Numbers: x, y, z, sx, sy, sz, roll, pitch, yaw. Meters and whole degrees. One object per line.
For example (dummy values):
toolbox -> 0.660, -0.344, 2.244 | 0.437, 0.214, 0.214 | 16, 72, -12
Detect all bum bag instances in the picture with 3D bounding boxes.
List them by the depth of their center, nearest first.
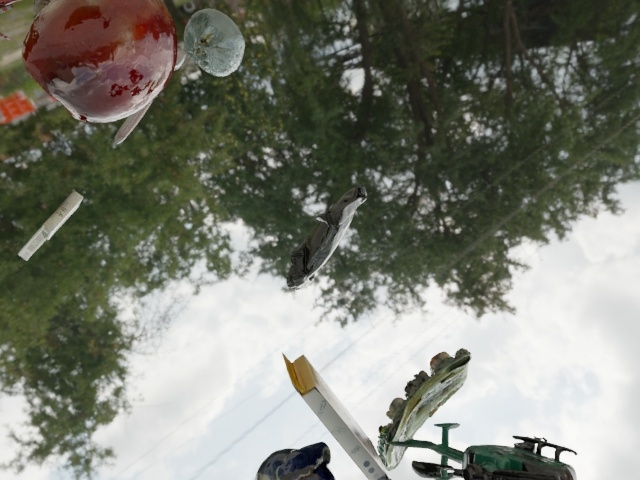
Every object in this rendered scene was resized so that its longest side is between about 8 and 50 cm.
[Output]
bum bag -> 0.000, 0.000, 1.347 | 0.326, 0.079, 0.142 | -58, 174, 32

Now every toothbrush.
toothbrush -> -0.401, -0.342, 1.411 | 0.307, 0.025, 0.029 | -63, -175, -25

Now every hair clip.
hair clip -> 0.217, 0.359, 1.329 | 0.091, 0.138, 0.321 | 31, -126, 32

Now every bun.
bun -> -0.228, -0.406, 1.238 | 0.141, 0.141, 0.083 | -2, -144, 41

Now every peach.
peach -> -0.339, -0.302, 0.946 | 0.243, 0.199, 0.243 | -26, -153, 14

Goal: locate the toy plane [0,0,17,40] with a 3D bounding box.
toy plane -> -0.515, -0.389, 0.944 | 0.194, 0.126, 0.077 | -17, -116, 26

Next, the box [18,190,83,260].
box -> -0.590, -0.029, 1.298 | 0.198, 0.029, 0.109 | -27, -152, 45

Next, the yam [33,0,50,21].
yam -> -0.441, -0.398, 1.159 | 0.238, 0.129, 0.128 | -1, -160, -35

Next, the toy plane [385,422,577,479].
toy plane -> 0.264, 0.355, 0.936 | 0.155, 0.106, 0.381 | 8, 173, -26

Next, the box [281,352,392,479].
box -> 0.026, 0.290, 0.979 | 0.033, 0.247, 0.129 | -36, -163, -1

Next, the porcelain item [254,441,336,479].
porcelain item -> -0.034, 0.464, 0.980 | 0.138, 0.288, 0.186 | 19, -158, 33
